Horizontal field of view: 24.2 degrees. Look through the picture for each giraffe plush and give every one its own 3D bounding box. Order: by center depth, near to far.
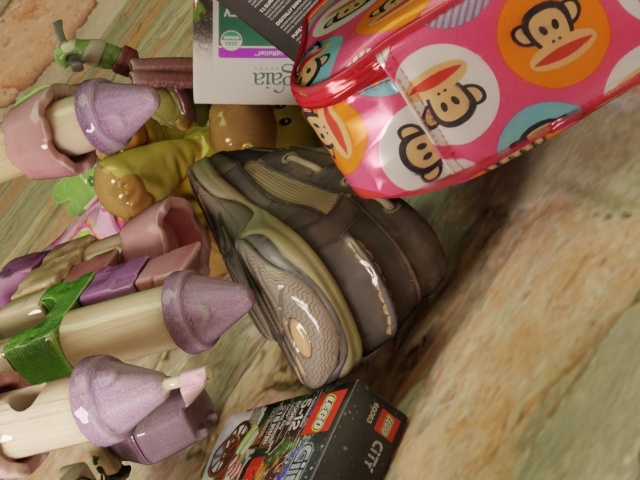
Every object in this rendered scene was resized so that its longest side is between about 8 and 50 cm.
[{"bbox_3d":[-0.076,-0.071,1.328,0.170,0.181,0.210,-27,-5,32],"label":"giraffe plush"}]

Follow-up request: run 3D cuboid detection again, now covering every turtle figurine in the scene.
[{"bbox_3d":[-0.239,-0.117,1.632,0.266,0.275,0.197,-34,-49,-61],"label":"turtle figurine"}]

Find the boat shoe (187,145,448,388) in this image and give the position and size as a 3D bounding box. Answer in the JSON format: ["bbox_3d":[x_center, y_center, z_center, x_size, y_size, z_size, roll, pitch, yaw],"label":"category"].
[{"bbox_3d":[0.000,0.000,1.057,0.130,0.132,0.355,-25,22,-7],"label":"boat shoe"}]

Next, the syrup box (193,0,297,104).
[{"bbox_3d":[-0.058,-0.234,1.222,0.096,0.093,0.236,-98,9,-62],"label":"syrup box"}]

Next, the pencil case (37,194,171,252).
[{"bbox_3d":[-0.225,0.027,1.493,0.284,0.124,0.124,-35,25,45],"label":"pencil case"}]

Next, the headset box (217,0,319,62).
[{"bbox_3d":[0.031,-0.239,1.112,0.218,0.293,0.110,-45,24,17],"label":"headset box"}]

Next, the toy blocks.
[{"bbox_3d":[-0.140,0.069,0.988,0.260,0.309,0.288,-17,23,24],"label":"toy blocks"}]

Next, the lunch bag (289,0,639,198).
[{"bbox_3d":[0.128,-0.159,0.956,0.293,0.120,0.258,-29,18,15],"label":"lunch bag"}]

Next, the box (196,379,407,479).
[{"bbox_3d":[-0.050,0.201,0.895,0.159,0.044,0.233,-24,33,54],"label":"box"}]
